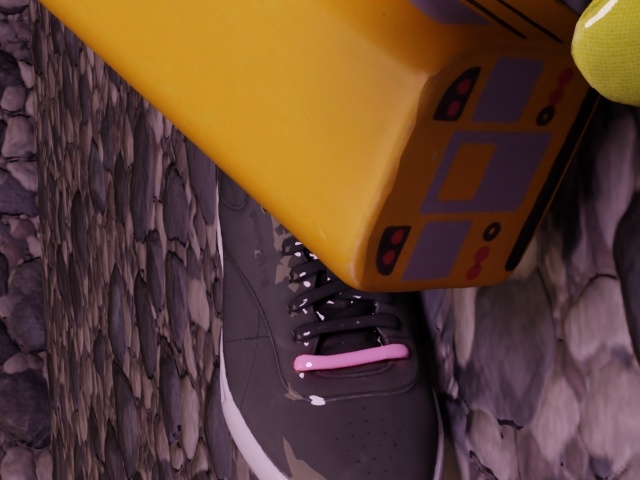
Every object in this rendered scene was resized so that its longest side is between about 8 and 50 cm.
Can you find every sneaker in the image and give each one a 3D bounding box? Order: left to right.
[{"bbox_3d":[0.000,0.000,0.773,0.147,0.105,0.295,96,165,-44],"label":"sneaker"}]

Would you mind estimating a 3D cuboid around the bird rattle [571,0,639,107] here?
[{"bbox_3d":[0.038,-0.109,0.433,0.207,0.254,0.143,-73,-11,-66],"label":"bird rattle"}]

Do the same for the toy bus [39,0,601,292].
[{"bbox_3d":[-0.027,-0.110,0.673,0.333,0.130,0.108,42,122,38],"label":"toy bus"}]
